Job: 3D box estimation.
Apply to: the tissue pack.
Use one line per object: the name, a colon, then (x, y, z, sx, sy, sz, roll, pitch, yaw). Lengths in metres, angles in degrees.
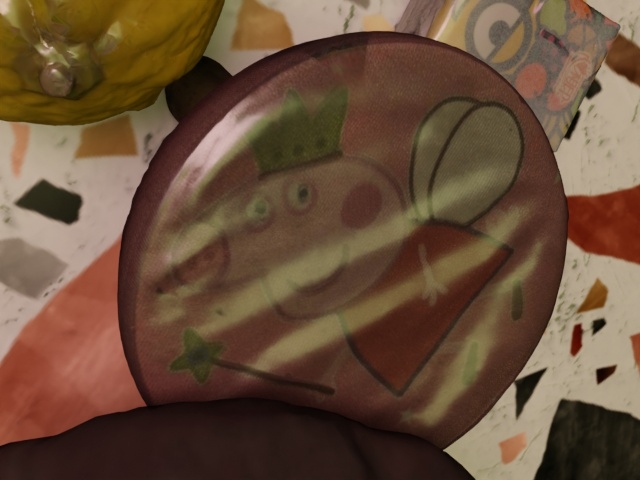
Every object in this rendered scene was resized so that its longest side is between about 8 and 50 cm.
tissue pack: (0.136, -0.145, 0.546, 0.148, 0.060, 0.108, 24, 99, -25)

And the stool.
stool: (0.000, 0.000, 0.476, 0.272, 0.178, 0.272, -7, 110, -19)

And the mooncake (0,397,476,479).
mooncake: (-0.036, 0.260, 0.402, 0.351, 0.212, 0.381, -16, 136, -4)

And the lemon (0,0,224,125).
lemon: (-0.137, -0.155, 0.355, 0.192, 0.231, 0.192, -11, 144, -8)
